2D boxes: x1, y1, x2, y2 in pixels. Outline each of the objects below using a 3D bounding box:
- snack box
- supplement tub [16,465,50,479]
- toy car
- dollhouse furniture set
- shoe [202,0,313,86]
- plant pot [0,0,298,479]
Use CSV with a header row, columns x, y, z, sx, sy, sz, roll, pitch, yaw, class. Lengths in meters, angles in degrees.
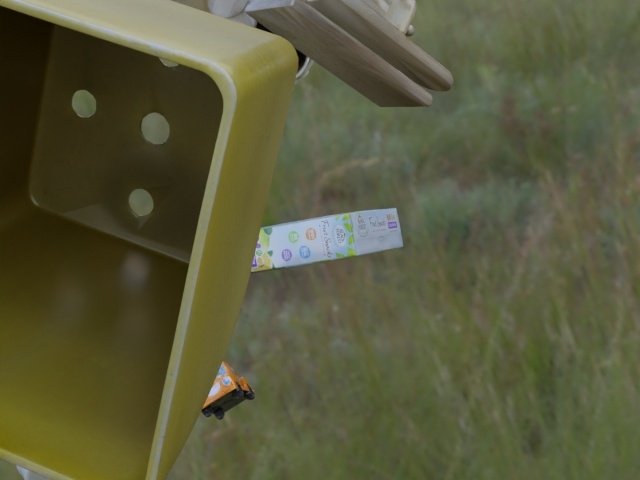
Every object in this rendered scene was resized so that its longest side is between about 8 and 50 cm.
x,y,z,sx,sy,sz,roll,pitch,yaw,class
0.000,0.000,1.188,0.100,0.037,0.141,-11,0,18,snack box
-0.225,0.099,1.249,0.144,0.200,0.144,-23,-30,-14,supplement tub
-0.103,0.128,1.114,0.122,0.040,0.060,-37,-16,23,toy car
0.066,-0.179,0.932,0.144,0.123,0.151,7,68,57,dollhouse furniture set
-0.044,-0.140,1.078,0.076,0.058,0.219,-40,-20,-12,shoe
-0.120,-0.032,0.725,0.212,0.212,0.187,20,23,14,plant pot
